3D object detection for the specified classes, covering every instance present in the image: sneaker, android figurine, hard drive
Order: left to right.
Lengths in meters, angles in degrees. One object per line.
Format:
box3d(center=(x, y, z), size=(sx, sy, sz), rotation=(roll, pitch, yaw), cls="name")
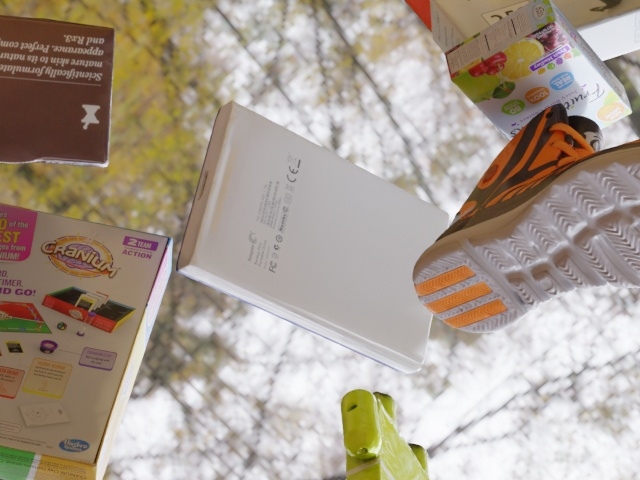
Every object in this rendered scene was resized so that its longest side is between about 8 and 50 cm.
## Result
box3d(center=(0.000, 0.000, 1.687), size=(0.040, 0.319, 0.210), rotation=(-24, -133, 52), cls="hard drive")
box3d(center=(0.088, 0.286, 1.621), size=(0.056, 0.248, 0.273), rotation=(-26, -158, 12), cls="android figurine")
box3d(center=(0.216, -0.050, 1.149), size=(0.321, 0.124, 0.180), rotation=(-19, -150, 42), cls="sneaker")

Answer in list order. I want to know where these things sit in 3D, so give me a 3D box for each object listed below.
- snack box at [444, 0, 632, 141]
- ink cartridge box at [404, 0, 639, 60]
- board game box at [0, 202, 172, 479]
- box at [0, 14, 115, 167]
box3d(center=(0.184, -0.132, 1.234), size=(0.100, 0.141, 0.037), rotation=(-28, -133, 24), cls="snack box")
box3d(center=(0.242, -0.270, 1.547), size=(0.275, 0.060, 0.239), rotation=(-18, -136, -12), cls="ink cartridge box")
box3d(center=(-0.313, 0.106, 1.583), size=(0.242, 0.064, 0.316), rotation=(12, -131, 3), cls="board game box")
box3d(center=(-0.343, -0.148, 1.478), size=(0.381, 0.191, 0.143), rotation=(-165, -101, -68), cls="box")
